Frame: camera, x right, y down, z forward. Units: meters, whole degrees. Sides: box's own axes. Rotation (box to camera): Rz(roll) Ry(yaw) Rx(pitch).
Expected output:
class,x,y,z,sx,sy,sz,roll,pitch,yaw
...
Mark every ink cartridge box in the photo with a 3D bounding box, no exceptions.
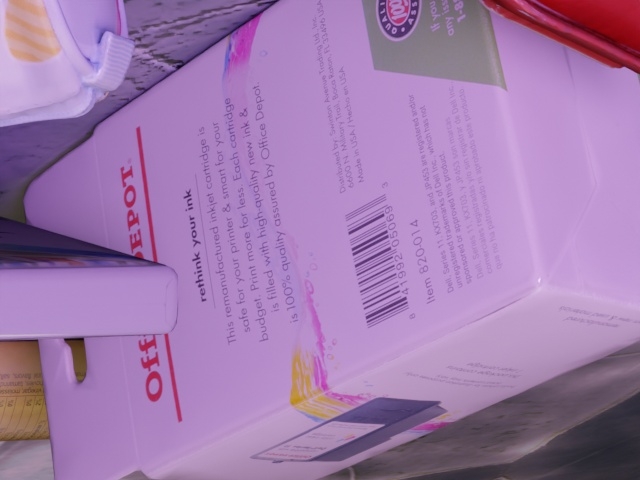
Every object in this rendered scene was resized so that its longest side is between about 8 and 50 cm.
class,x,y,z,sx,sy,sz,roll,pitch,yaw
ink cartridge box,0.000,0.000,0.974,0.119,0.207,0.353,10,152,-43

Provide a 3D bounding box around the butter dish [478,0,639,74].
class,x,y,z,sx,sy,sz,roll,pitch,yaw
butter dish,0.104,-0.154,0.750,0.118,0.160,0.160,-47,146,22

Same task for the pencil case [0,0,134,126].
class,x,y,z,sx,sy,sz,roll,pitch,yaw
pencil case,-0.216,-0.081,0.764,0.273,0.124,0.113,-15,160,9

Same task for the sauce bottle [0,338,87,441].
class,x,y,z,sx,sy,sz,roll,pitch,yaw
sauce bottle,-0.242,0.072,1.185,0.344,0.111,0.111,2,156,-29

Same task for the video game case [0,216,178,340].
class,x,y,z,sx,sy,sz,roll,pitch,yaw
video game case,-0.276,0.014,0.922,0.329,0.036,0.300,0,-174,-27
